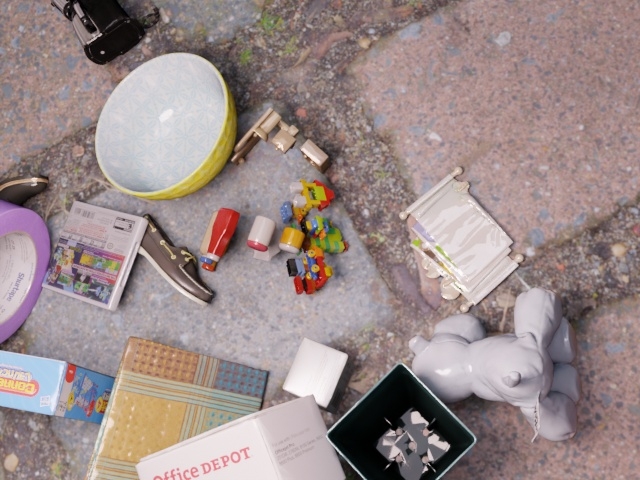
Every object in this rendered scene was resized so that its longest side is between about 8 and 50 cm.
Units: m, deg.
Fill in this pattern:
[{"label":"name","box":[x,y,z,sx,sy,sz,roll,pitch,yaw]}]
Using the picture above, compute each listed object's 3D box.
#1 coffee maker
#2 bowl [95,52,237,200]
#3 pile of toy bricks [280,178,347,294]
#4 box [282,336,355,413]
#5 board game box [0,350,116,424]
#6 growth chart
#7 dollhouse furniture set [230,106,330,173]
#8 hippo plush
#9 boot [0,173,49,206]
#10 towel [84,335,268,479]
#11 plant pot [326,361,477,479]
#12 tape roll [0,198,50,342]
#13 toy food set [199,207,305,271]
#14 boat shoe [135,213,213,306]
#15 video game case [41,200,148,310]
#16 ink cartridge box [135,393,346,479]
[{"label":"coffee maker","box":[-0.454,-0.483,1.843,0.171,0.120,0.178,-26,71,-22]},{"label":"bowl","box":[-0.267,-0.193,1.679,0.289,0.156,0.290,-8,67,21]},{"label":"pile of toy bricks","box":[0.000,0.000,1.626,0.105,0.118,0.212,1,58,-25]},{"label":"box","box":[-0.001,0.239,1.544,0.087,0.101,0.102,20,77,16]},{"label":"board game box","box":[-0.523,0.251,1.533,0.308,0.302,0.086,7,76,13]},{"label":"growth chart","box":[0.251,-0.001,1.609,0.172,0.021,0.237,-34,71,0]},{"label":"dollhouse furniture set","box":[-0.078,-0.153,1.664,0.151,0.144,0.123,42,90,4]},{"label":"hippo plush","box":[0.281,0.230,1.450,0.236,0.294,0.234,-10,115,32]},{"label":"boot","box":[-0.622,-0.043,1.764,0.197,0.077,0.137,-21,76,18]},{"label":"towel","box":[-0.259,0.378,1.535,0.271,0.040,0.370,17,74,-14]},{"label":"plant pot","box":[0.140,0.325,1.423,0.165,0.234,0.165,-44,72,-3]},{"label":"tape roll","box":[-0.618,0.059,1.620,0.090,0.275,0.275,18,78,14]},{"label":"toy food set","box":[-0.143,0.011,1.594,0.232,0.111,0.105,11,77,40]},{"label":"boat shoe","box":[-0.280,0.035,1.665,0.227,0.081,0.069,40,88,21]},{"label":"video game case","box":[-0.435,0.026,1.690,0.201,0.023,0.184,13,80,34]},{"label":"ink cartridge box","box":[-0.084,0.474,1.370,0.285,0.166,0.395,-27,80,33]}]
